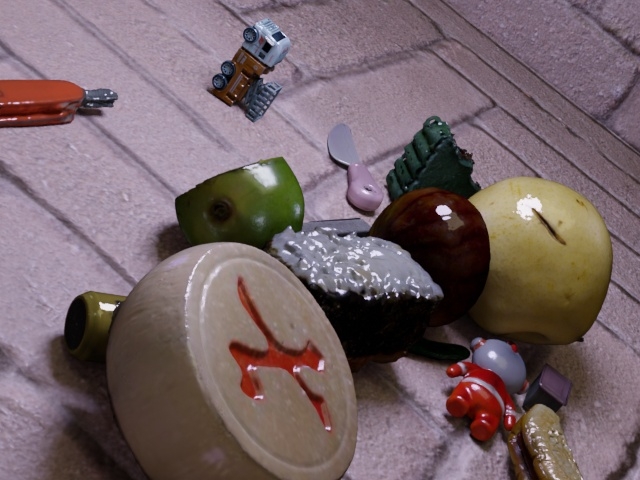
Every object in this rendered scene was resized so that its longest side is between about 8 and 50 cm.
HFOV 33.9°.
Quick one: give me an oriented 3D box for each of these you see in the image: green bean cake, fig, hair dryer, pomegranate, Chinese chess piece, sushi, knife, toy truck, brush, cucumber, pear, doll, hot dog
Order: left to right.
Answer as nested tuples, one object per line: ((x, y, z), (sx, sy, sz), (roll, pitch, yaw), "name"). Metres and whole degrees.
((-0.450, -0.216, 1.657), (0.070, 0.051, 0.323), (43, 32, 27), "brush")
((-0.221, 0.184, 1.268), (0.134, 0.090, 0.279), (13, 42, -36), "hair dryer")
((-0.098, 0.167, 1.241), (0.338, 0.140, 0.338), (42, 32, -34), "Chinese chess piece")
((-0.124, -0.023, 1.617), (0.189, 0.241, 0.159), (-22, 92, -30), "pomegranate")
((-0.123, -0.335, 2.043), (0.115, 0.178, 0.080), (39, 29, 3), "toy truck")
((0.031, 0.089, 1.570), (0.343, 0.182, 0.196), (5, 39, -46), "sushi")
((0.056, -0.160, 2.133), (0.081, 0.043, 0.336), (15, 28, -21), "knife")
((0.174, 0.028, 1.760), (0.214, 0.235, 0.235), (18, 30, -55), "fig")
((0.177, 0.177, 1.740), (0.184, 0.033, 0.036), (16, 56, -33), "cucumber")
((0.258, -0.133, 2.133), (0.208, 0.193, 0.107), (20, 26, -29), "green bean cake")
((0.280, 0.230, 1.725), (0.142, 0.076, 0.245), (44, 34, 0), "doll")
((0.374, 0.041, 1.890), (0.309, 0.309, 0.309), (26, 30, -16), "pear")
((0.332, 0.339, 1.564), (0.073, 0.084, 0.242), (19, 29, -17), "hot dog")

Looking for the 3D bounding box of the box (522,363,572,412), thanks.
((0.387, 0.264, 1.799), (0.060, 0.063, 0.085), (39, 28, 2), "box")

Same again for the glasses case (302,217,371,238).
((0.000, 0.000, 1.780), (0.205, 0.071, 0.047), (-4, 43, -49), "glasses case")
